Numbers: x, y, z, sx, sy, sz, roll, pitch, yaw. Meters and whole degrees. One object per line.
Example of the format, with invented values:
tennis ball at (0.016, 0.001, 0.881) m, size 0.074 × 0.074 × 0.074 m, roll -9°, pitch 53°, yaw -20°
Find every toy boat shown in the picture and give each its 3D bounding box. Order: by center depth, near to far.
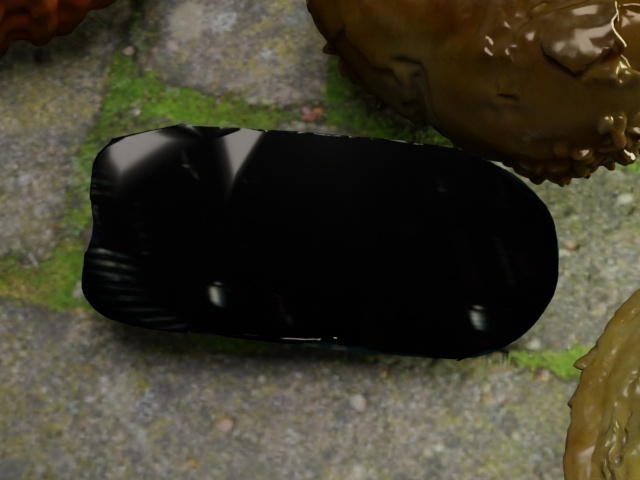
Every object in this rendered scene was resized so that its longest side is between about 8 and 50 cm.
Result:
toy boat at (0.000, 0.000, 1.263) m, size 0.299 × 0.092 × 0.134 m, roll 6°, pitch 90°, yaw -4°

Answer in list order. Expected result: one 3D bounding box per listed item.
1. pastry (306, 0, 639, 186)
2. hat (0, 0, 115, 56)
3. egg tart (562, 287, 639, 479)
pastry at (0.144, -0.151, 1.309) m, size 0.255 × 0.162 × 0.311 m, roll -35°, pitch 41°, yaw -25°
hat at (-0.246, -0.312, 1.291) m, size 0.285 × 0.400 × 0.285 m, roll -1°, pitch 60°, yaw 1°
egg tart at (0.306, 0.138, 1.131) m, size 0.352 × 0.150 × 0.352 m, roll 0°, pitch 62°, yaw 0°
